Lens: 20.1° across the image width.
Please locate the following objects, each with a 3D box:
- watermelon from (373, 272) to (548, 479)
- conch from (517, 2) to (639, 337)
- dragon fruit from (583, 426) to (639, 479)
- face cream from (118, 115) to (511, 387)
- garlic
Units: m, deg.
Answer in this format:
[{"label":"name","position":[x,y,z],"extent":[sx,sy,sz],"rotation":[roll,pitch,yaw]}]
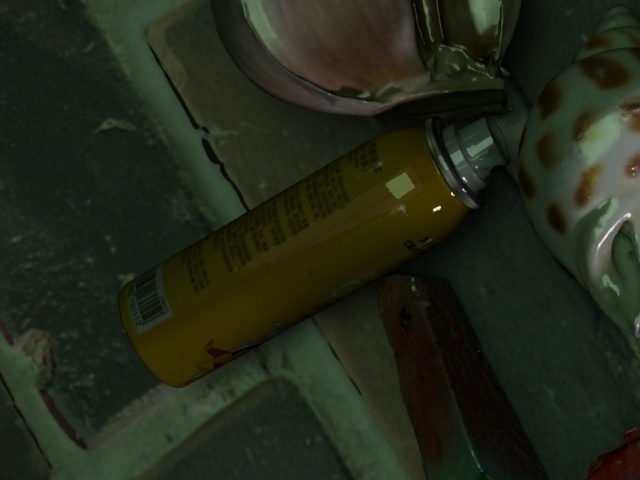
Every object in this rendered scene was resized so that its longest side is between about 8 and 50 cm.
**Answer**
[{"label":"watermelon","position":[0.099,0.122,1.459],"extent":[0.094,0.154,0.241],"rotation":[-24,62,14]},{"label":"conch","position":[0.245,-0.060,1.414],"extent":[0.182,0.149,0.275],"rotation":[-1,86,-2]},{"label":"dragon fruit","position":[0.302,0.252,1.339],"extent":[0.268,0.210,0.205],"rotation":[35,83,-2]},{"label":"face cream","position":[0.000,0.000,1.492],"extent":[0.348,0.105,0.105],"rotation":[-30,75,17]},{"label":"garlic","position":[0.038,-0.215,1.473],"extent":[0.237,0.210,0.292],"rotation":[-26,85,20]}]
